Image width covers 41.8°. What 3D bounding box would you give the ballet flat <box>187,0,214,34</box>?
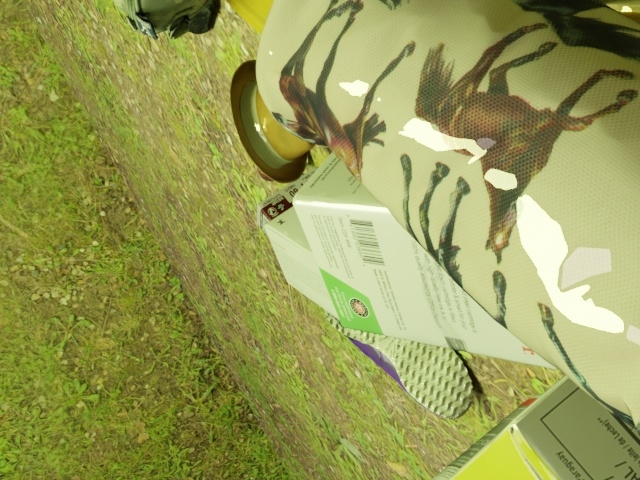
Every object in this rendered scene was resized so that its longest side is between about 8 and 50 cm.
[{"bbox_3d":[-0.207,-0.390,1.423,0.057,0.049,0.173,14,171,-18],"label":"ballet flat"}]

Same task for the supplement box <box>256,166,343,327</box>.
[{"bbox_3d":[0.015,0.008,1.377,0.239,0.130,0.073,49,159,17],"label":"supplement box"}]

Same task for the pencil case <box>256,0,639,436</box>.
[{"bbox_3d":[0.125,-0.023,0.435,0.410,0.160,0.184,48,147,37],"label":"pencil case"}]

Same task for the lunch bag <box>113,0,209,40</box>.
[{"bbox_3d":[-0.225,-0.436,1.032,0.305,0.212,0.256,56,147,9],"label":"lunch bag"}]

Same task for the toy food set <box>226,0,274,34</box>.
[{"bbox_3d":[-0.070,-0.360,1.108,0.218,0.071,0.128,47,135,20],"label":"toy food set"}]

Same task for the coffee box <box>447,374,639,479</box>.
[{"bbox_3d":[0.328,0.222,0.659,0.338,0.334,0.338,50,160,18],"label":"coffee box"}]

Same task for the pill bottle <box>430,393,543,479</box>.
[{"bbox_3d":[0.231,0.387,1.106,0.210,0.363,0.210,47,159,24],"label":"pill bottle"}]

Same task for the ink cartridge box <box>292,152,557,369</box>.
[{"bbox_3d":[0.141,0.013,0.953,0.289,0.121,0.211,8,133,35],"label":"ink cartridge box"}]

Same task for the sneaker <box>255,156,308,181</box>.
[{"bbox_3d":[-0.064,-0.134,1.430,0.084,0.069,0.185,56,162,17],"label":"sneaker"}]

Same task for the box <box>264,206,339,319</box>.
[{"bbox_3d":[0.050,0.003,1.206,0.182,0.181,0.119,31,149,50],"label":"box"}]

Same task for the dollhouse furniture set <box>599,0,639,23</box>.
[{"bbox_3d":[0.273,-0.081,0.509,0.374,0.201,0.152,24,143,56],"label":"dollhouse furniture set"}]

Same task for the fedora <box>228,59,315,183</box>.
[{"bbox_3d":[-0.053,-0.185,1.250,0.079,0.194,0.194,-16,111,34],"label":"fedora"}]

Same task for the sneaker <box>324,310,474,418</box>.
[{"bbox_3d":[0.142,0.186,1.426,0.293,0.102,0.146,41,176,17],"label":"sneaker"}]
